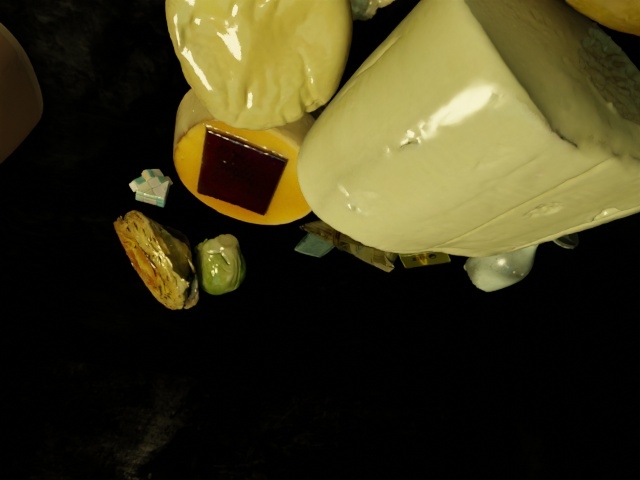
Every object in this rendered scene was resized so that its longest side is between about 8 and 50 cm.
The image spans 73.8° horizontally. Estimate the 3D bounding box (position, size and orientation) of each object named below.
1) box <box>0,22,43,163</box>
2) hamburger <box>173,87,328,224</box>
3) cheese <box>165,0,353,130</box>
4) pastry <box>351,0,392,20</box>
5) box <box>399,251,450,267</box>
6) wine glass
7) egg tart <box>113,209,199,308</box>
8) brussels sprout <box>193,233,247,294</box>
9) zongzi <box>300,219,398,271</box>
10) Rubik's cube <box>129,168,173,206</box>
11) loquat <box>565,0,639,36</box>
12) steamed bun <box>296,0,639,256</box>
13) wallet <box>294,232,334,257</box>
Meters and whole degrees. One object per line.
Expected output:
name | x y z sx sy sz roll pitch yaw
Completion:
box | -0.651 -0.231 0.694 0.301 0.216 0.301 5 148 3
hamburger | -0.106 -0.160 0.747 0.300 0.176 0.300 8 148 5
cheese | -0.067 -0.253 0.521 0.214 0.117 0.226 -13 128 2
pastry | 0.129 -0.358 0.502 0.258 0.089 0.121 -11 132 25
box | 0.246 0.004 1.068 0.121 0.030 0.193 -11 142 23
wine glass | 0.453 0.024 0.986 0.126 0.126 0.241 19 142 -19
egg tart | -0.407 0.048 1.106 0.297 0.132 0.297 26 133 31
brussels sprout | -0.270 0.072 1.153 0.131 0.145 0.183 -7 161 -33
zongzi | 0.085 -0.062 0.944 0.242 0.112 0.221 23 132 7
Rubik's cube | -0.370 -0.123 0.939 0.084 0.073 0.075 24 159 -32
loquat | 0.321 -0.319 0.363 0.276 0.284 0.276 36 156 19
steamed bun | 0.225 -0.151 0.614 0.456 0.290 0.371 9 155 -33
wallet | 0.000 0.000 1.099 0.088 0.026 0.129 18 143 -25
